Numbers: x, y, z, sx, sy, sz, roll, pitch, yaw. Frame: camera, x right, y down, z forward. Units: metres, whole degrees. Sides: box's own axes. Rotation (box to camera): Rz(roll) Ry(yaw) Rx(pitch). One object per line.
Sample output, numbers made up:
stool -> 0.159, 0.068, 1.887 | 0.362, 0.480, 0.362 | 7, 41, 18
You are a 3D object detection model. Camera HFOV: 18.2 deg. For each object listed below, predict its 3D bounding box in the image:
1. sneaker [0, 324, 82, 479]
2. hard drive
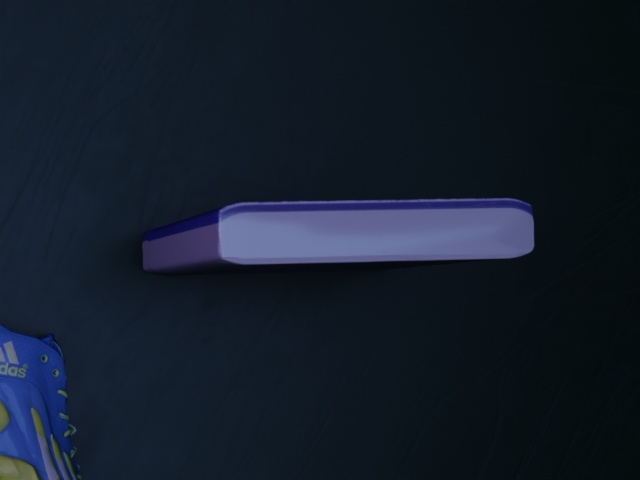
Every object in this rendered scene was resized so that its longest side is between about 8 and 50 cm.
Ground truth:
sneaker -> -0.213, 0.144, 1.492 | 0.240, 0.091, 0.126 | 46, 78, -7
hard drive -> 0.000, 0.000, 1.432 | 0.210, 0.319, 0.040 | -1, 88, -14
